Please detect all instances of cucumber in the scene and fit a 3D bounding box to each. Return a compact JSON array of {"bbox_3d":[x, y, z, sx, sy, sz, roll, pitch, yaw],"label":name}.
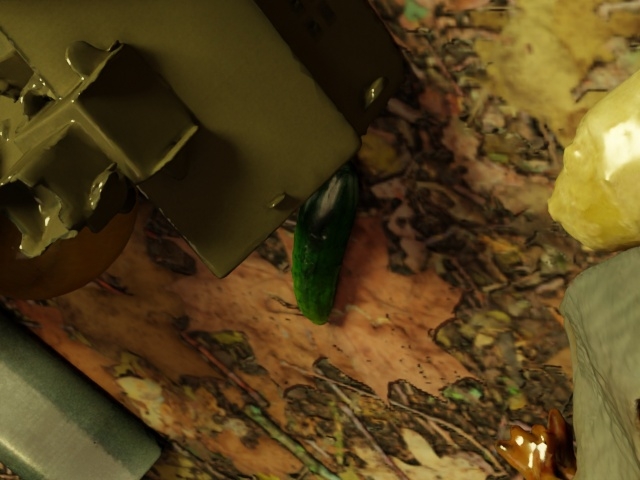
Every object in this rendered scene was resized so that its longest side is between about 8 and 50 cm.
[{"bbox_3d":[0.000,0.000,0.929,0.039,0.039,0.168,21,136,11],"label":"cucumber"}]

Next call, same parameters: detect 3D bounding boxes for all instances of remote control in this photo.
[{"bbox_3d":[-0.305,0.091,1.148,0.377,0.044,0.107,40,99,-8],"label":"remote control"}]

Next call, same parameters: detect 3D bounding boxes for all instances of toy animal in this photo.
[{"bbox_3d":[0.223,0.155,0.796,0.225,0.284,0.302,0,172,-27],"label":"toy animal"}]

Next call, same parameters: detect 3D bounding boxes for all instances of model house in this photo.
[{"bbox_3d":[-0.117,-0.075,0.779,0.204,0.243,0.211,-26,113,40],"label":"model house"}]

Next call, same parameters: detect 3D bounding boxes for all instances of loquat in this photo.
[{"bbox_3d":[-0.190,-0.028,0.942,0.141,0.141,0.141,15,133,17],"label":"loquat"}]

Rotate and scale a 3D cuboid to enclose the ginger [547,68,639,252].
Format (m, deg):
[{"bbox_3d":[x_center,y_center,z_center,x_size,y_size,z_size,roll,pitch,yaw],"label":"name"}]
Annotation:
[{"bbox_3d":[0.326,-0.104,0.600,0.363,0.122,0.348,19,117,-10],"label":"ginger"}]
